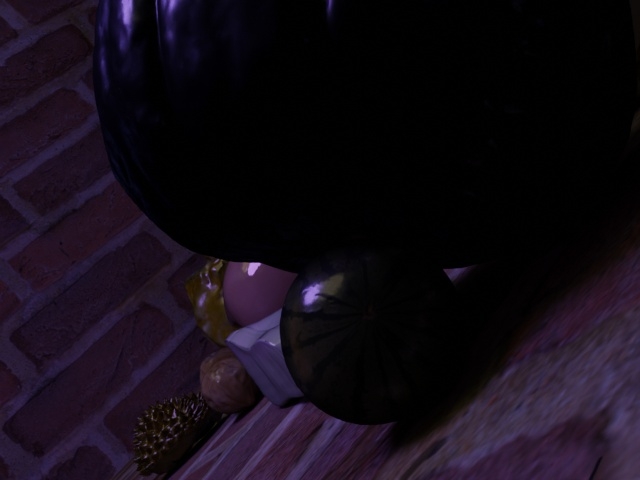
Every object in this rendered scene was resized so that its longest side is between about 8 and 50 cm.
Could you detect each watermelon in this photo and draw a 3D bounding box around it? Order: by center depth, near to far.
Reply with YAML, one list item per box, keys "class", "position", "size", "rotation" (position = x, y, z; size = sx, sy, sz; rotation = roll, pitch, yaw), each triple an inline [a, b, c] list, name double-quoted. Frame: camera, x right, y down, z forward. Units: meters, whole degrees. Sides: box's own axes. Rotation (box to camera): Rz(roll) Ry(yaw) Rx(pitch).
- class: "watermelon"
  position: [0.029, 0.053, 0.541]
  size: [0.105, 0.105, 0.133]
  rotation: [-45, -5, -7]

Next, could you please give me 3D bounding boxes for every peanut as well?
- class: "peanut"
  position: [-0.126, 0.203, 1.346]
  size: [0.099, 0.099, 0.214]
  rotation: [-44, 7, 0]

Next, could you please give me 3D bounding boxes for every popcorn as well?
- class: "popcorn"
  position: [-0.100, 0.071, 1.672]
  size: [0.225, 0.276, 0.276]
  rotation: [5, -32, -33]

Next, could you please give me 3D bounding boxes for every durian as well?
- class: "durian"
  position: [-0.215, 0.277, 1.444]
  size: [0.208, 0.102, 0.146]
  rotation: [-41, -5, 0]

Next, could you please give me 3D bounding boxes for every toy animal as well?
- class: "toy animal"
  position: [0.000, 0.000, 1.279]
  size: [0.326, 0.237, 0.269]
  rotation: [-52, -3, -47]

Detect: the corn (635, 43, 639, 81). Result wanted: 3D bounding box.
- class: "corn"
  position: [0.201, -0.088, 0.477]
  size: [0.067, 0.067, 0.206]
  rotation: [-44, 3, 21]

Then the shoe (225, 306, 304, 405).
- class: "shoe"
  position: [-0.022, 0.107, 0.986]
  size: [0.110, 0.095, 0.265]
  rotation: [-39, 5, -15]

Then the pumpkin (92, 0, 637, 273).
- class: "pumpkin"
  position: [0.027, -0.112, 0.633]
  size: [0.363, 0.363, 0.266]
  rotation: [140, 132, -79]

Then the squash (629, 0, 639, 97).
- class: "squash"
  position: [0.240, -0.193, 0.803]
  size: [0.170, 0.170, 0.123]
  rotation: [-44, 13, 20]
